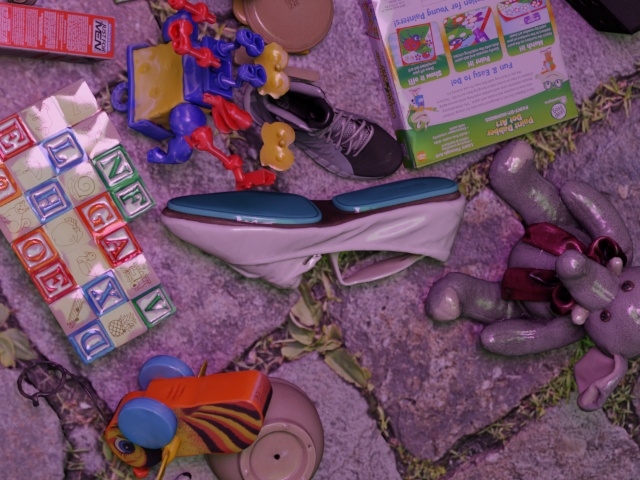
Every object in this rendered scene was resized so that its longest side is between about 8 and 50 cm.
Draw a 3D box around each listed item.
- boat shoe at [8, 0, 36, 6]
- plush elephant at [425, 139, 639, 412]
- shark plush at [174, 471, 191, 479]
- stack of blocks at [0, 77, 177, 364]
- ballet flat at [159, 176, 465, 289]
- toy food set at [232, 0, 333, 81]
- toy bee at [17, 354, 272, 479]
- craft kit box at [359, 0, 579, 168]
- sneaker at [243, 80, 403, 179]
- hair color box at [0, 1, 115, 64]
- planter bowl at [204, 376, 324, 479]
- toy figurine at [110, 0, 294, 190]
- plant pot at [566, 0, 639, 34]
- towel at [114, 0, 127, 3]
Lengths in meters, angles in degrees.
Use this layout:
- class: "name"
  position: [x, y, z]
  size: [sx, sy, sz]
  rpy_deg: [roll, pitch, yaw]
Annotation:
- class: "boat shoe"
  position: [-0.351, -0.354, 1.126]
  size: [0.056, 0.048, 0.153]
  rpy_deg: [6, 94, -15]
- class: "plush elephant"
  position: [0.342, 0.063, 1.237]
  size: [0.330, 0.255, 0.272]
  rpy_deg: [34, 86, -15]
- class: "shark plush"
  position: [-0.210, 0.371, 1.231]
  size: [0.161, 0.073, 0.067]
  rpy_deg: [-25, 131, -16]
- class: "stack of blocks"
  position: [-0.286, -0.024, 1.154]
  size: [0.171, 0.087, 0.297]
  rpy_deg: [-30, 102, -10]
- class: "ballet flat"
  position: [0.000, 0.000, 1.218]
  size: [0.400, 0.139, 0.139]
  rpy_deg: [-5, 97, -17]
- class: "toy food set"
  position: [-0.047, -0.301, 1.221]
  size: [0.132, 0.038, 0.192]
  rpy_deg: [12, 84, -21]
- class: "toy bee"
  position: [-0.196, 0.221, 1.183]
  size: [0.195, 0.298, 0.162]
  rpy_deg: [-46, 139, -40]
- class: "craft kit box"
  position: [0.200, -0.248, 1.277]
  size: [0.250, 0.061, 0.246]
  rpy_deg: [-18, 97, -12]
- class: "sneaker"
  position: [0.015, -0.136, 1.198]
  size: [0.229, 0.132, 0.086]
  rpy_deg: [23, 89, -15]
- class: "hair color box"
  position: [-0.331, -0.239, 1.100]
  size: [0.167, 0.093, 0.053]
  rpy_deg: [2, 94, -30]
- class: "planter bowl"
  position: [-0.065, 0.265, 1.228]
  size: [0.162, 0.109, 0.162]
  rpy_deg: [-1, 95, -14]
- class: "toy figurine"
  position: [-0.179, -0.222, 1.114]
  size: [0.191, 0.217, 0.362]
  rpy_deg: [12, 69, -55]
- class: "plant pot"
  position: [0.402, -0.378, 1.260]
  size: [0.187, 0.188, 0.167]
  rpy_deg: [40, 98, -15]
- class: "towel"
  position: [-0.195, -0.363, 1.183]
  size: [0.152, 0.023, 0.113]
  rpy_deg: [-16, 97, -10]
